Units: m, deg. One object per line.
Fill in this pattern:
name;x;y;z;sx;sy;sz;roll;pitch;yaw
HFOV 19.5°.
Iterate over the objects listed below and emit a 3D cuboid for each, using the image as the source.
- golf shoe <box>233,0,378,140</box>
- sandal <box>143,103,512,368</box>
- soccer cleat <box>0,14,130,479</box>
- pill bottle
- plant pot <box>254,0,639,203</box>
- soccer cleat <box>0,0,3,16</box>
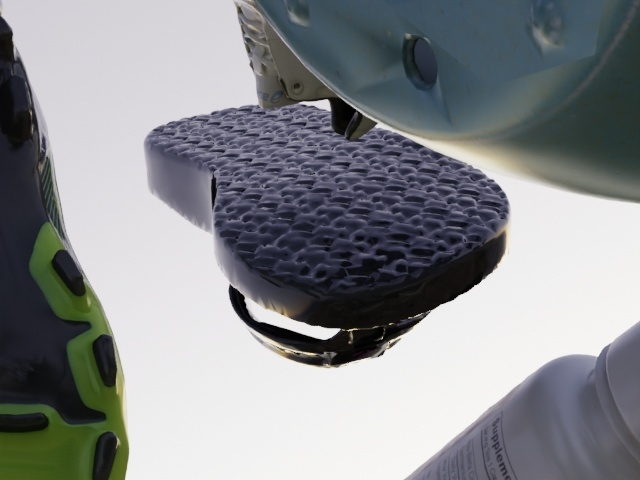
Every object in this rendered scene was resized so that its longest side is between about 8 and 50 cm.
golf shoe;-0.014;-0.106;0.935;0.176;0.069;0.086;28;-81;-38
sandal;0.002;-0.001;1.142;0.167;0.107;0.446;-12;16;-12
soccer cleat;-0.138;0.038;0.760;0.093;0.289;0.121;-5;-29;-17
pill bottle;0.147;0.141;1.076;0.131;0.131;0.229;-7;-30;-50
plant pot;0.102;-0.140;0.427;0.235;0.293;0.293;-19;-20;-30
soccer cleat;-0.272;-0.097;1.073;0.196;0.076;0.068;-19;7;-25
